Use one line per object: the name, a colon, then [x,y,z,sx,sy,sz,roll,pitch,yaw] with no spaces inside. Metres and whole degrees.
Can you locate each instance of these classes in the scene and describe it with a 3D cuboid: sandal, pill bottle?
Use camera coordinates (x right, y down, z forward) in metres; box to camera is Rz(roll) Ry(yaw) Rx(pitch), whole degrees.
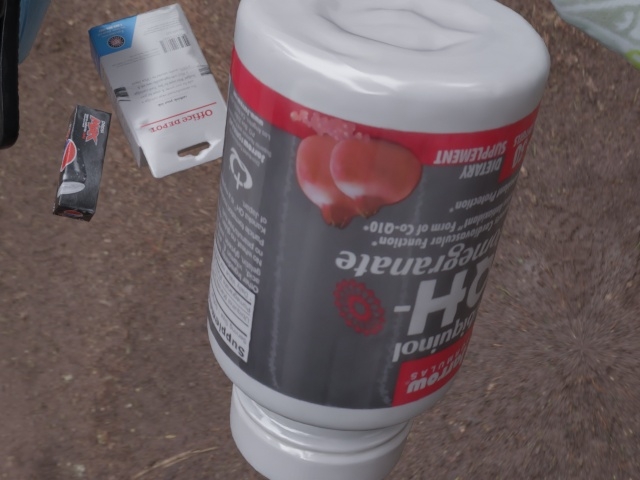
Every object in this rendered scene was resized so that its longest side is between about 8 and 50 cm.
sandal: [-0.211,-0.143,0.564,0.067,0.040,0.179,14,107,46]
pill bottle: [0.020,0.007,0.594,0.176,0.176,0.318,21,126,17]

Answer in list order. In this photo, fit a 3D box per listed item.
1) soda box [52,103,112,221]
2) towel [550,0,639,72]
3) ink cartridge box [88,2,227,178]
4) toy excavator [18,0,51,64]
soda box: [-0.365,-0.119,1.430,0.060,0.053,0.169,13,69,-24]
towel: [0.334,-0.194,0.545,0.374,0.090,0.320,31,124,-16]
ink cartridge box: [-0.164,-0.148,0.985,0.104,0.060,0.180,-21,78,-18]
toy excavator: [-0.362,-0.316,0.983,0.433,0.445,0.222,48,120,24]
